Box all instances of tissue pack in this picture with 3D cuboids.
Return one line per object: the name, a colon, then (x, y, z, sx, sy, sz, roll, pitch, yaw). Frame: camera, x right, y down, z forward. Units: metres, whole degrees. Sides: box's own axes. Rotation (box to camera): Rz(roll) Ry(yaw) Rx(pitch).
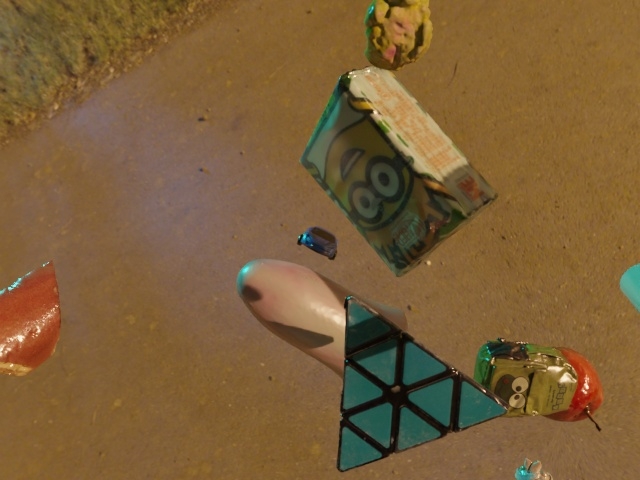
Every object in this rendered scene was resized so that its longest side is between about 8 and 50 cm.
tissue pack: (0.124, -0.118, 0.838, 0.128, 0.228, 0.311, -30, 76, -33)

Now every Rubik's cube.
Rubik's cube: (0.140, 0.164, 0.572, 0.178, 0.190, 0.212, 8, 103, 29)

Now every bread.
bread: (-0.420, 0.123, 0.648, 0.067, 0.119, 0.192, -23, 17, 44)

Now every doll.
doll: (0.454, 0.526, 1.007, 0.073, 0.127, 0.084, 4, 33, 45)

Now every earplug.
earplug: (-0.014, 0.129, 0.848, 0.301, 0.172, 0.172, 32, 86, -11)

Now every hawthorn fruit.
hawthorn fruit: (0.762, 0.468, 1.447, 0.242, 0.242, 0.272, -43, 32, 6)

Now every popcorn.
popcorn: (0.108, -0.289, 0.652, 0.096, 0.109, 0.089, 24, 39, 10)

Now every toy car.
toy car: (0.000, 0.000, 1.211, 0.103, 0.216, 0.063, 25, 93, 0)

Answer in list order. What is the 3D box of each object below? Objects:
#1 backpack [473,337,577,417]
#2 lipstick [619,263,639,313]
backpack: (0.530, 0.364, 1.235, 0.253, 0.140, 0.207, 1, 109, 2)
lipstick: (0.271, 0.065, 0.348, 0.038, 0.038, 0.131, -22, 24, 18)
